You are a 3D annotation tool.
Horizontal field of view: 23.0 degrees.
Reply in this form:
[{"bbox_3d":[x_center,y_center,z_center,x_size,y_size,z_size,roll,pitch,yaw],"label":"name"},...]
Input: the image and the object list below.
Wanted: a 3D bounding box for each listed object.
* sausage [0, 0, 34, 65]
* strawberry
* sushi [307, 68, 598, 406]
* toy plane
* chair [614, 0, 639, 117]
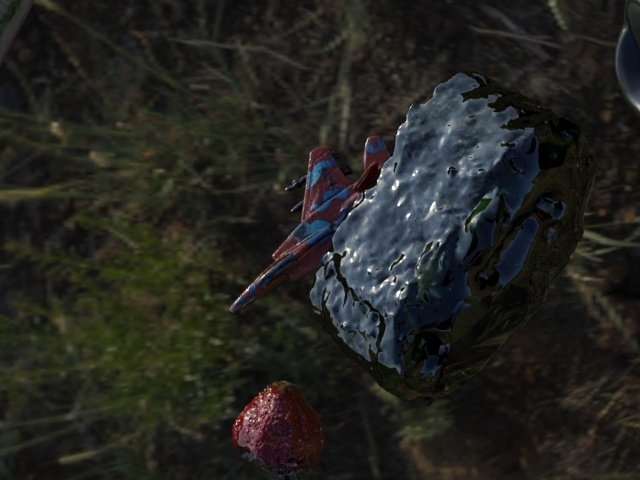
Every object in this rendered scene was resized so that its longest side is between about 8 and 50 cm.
[{"bbox_3d":[-0.082,-0.065,0.376,0.032,0.033,0.269,13,68,27],"label":"sausage"},{"bbox_3d":[-0.041,0.196,1.623,0.106,0.106,0.106,0,91,28],"label":"strawberry"},{"bbox_3d":[0.097,0.002,1.093,0.127,0.124,0.225,38,98,40],"label":"sushi"},{"bbox_3d":[0.001,0.000,1.320,0.189,0.061,0.130,-40,79,4],"label":"toy plane"},{"bbox_3d":[0.296,-0.174,1.069,0.221,0.095,0.104,-35,43,3],"label":"chair"}]
